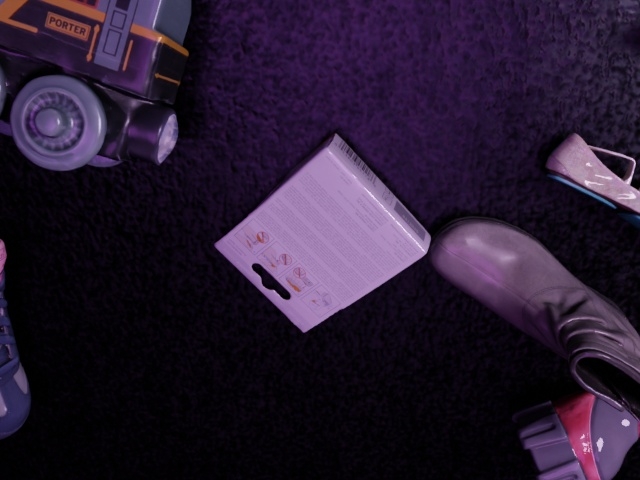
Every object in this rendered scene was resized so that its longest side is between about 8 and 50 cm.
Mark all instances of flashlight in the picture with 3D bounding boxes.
[{"bbox_3d":[0.357,0.174,0.617,0.303,0.103,0.103,-23,96,14],"label":"flashlight"}]

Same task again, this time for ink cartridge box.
[{"bbox_3d":[0.000,0.000,0.625,0.145,0.045,0.179,45,125,-12],"label":"ink cartridge box"}]

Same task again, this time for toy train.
[{"bbox_3d":[-0.271,-0.183,0.525,0.333,0.142,0.190,20,98,-1],"label":"toy train"}]

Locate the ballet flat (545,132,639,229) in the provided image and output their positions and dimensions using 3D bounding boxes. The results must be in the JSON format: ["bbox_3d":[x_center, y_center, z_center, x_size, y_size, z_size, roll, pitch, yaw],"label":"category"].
[{"bbox_3d":[0.293,-0.046,0.572,0.168,0.057,0.052,29,99,-7],"label":"ballet flat"}]

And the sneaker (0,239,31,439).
[{"bbox_3d":[-0.370,0.065,0.625,0.131,0.112,0.319,-18,109,13],"label":"sneaker"}]

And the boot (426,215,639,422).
[{"bbox_3d":[0.219,0.070,0.560,0.246,0.161,0.084,29,109,-7],"label":"boot"}]
